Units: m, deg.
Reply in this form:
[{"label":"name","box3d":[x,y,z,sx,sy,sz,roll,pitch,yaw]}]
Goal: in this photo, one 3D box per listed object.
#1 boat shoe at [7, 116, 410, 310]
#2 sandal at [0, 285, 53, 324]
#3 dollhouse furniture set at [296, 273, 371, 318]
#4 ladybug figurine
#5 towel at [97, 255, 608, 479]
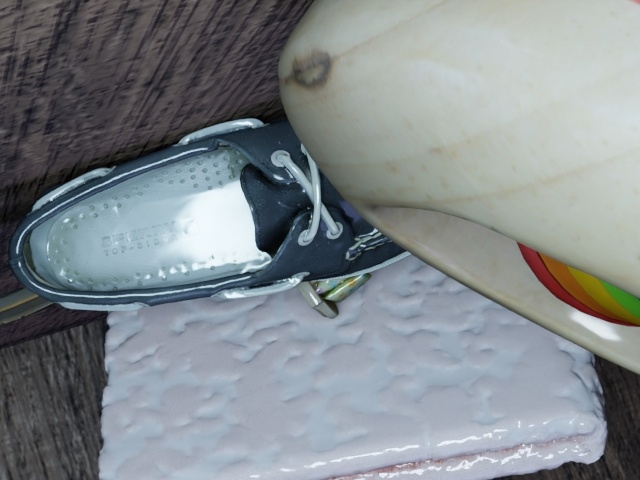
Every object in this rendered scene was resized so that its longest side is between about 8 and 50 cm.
[{"label":"boat shoe","box3d":[-0.036,-0.017,1.131,0.302,0.114,0.091,-19,-178,7]},{"label":"sandal","box3d":[-0.137,-0.012,1.229,0.219,0.060,0.090,-33,179,13]},{"label":"dollhouse furniture set","box3d":[0.000,0.000,1.258,0.182,0.101,0.161,-35,174,7]},{"label":"ladybug figurine","box3d":[0.146,-0.038,0.684,0.305,0.162,0.449,29,177,-14]},{"label":"towel","box3d":[0.012,0.055,1.259,0.317,0.053,0.332,-11,-145,5]}]
